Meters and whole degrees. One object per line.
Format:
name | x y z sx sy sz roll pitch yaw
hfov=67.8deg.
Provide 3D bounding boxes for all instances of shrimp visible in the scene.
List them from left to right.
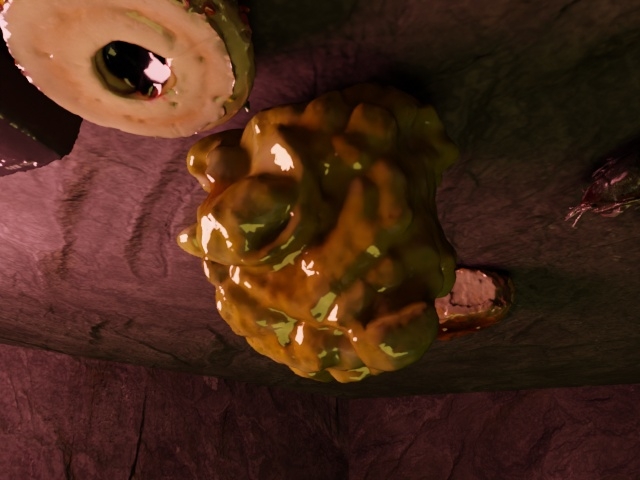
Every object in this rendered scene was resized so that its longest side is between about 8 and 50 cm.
shrimp | 0.331 -0.060 0.513 0.065 0.056 0.165 2 160 -17

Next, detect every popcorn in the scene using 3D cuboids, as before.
popcorn | 0.000 0.000 0.433 0.242 0.250 0.235 -19 157 41

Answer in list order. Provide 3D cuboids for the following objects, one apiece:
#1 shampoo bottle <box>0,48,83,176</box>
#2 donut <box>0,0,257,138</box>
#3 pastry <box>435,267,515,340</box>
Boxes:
shampoo bottle | -0.323 -0.154 0.327 0.098 0.071 0.309 -5 153 21
donut | -0.129 -0.143 0.343 0.174 0.068 0.174 -1 155 0
pastry | 0.235 0.116 0.862 0.229 0.100 0.218 12 154 -25
